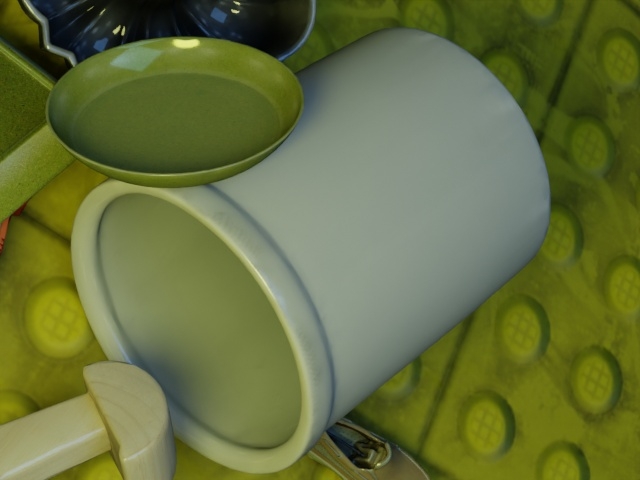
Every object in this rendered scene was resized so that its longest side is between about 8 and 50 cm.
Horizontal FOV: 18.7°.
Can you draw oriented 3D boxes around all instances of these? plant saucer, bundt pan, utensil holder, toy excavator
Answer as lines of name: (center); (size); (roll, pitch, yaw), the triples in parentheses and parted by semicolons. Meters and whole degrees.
plant saucer: (-0.135, -0.115, 1.810); (0.241, 0.241, 0.037); (-31, 136, -33)
plant saucer: (-0.326, -0.122, 1.848); (0.188, 0.045, 0.188); (38, 58, 14)
bundt pan: (-0.166, -0.286, 1.969); (0.331, 0.124, 0.331); (1, 88, -21)
utensil holder: (0.000, 0.000, 1.953); (0.385, 0.327, 0.327); (-34, 103, -35)
toy excavator: (-0.356, 0.295, 1.708); (0.433, 0.222, 0.445); (-2, 46, 3)

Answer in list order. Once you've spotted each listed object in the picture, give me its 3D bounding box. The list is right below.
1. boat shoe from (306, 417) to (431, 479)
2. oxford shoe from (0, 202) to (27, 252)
boat shoe: (0.055, 0.239, 2.107); (0.190, 0.072, 0.068); (28, 69, -29)
oxford shoe: (-0.350, -0.006, 1.862); (0.098, 0.097, 0.271); (27, 62, -11)
